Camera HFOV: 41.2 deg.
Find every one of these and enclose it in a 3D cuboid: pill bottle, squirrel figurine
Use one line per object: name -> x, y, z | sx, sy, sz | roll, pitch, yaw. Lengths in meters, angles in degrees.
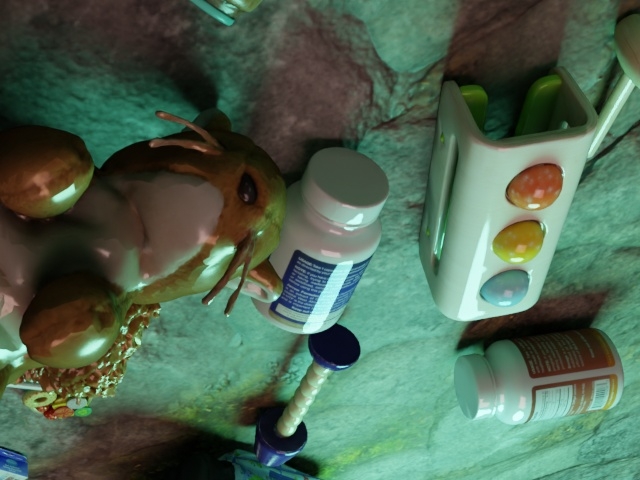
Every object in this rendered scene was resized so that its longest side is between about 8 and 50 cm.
pill bottle -> 0.307, 0.196, 1.215 | 0.216, 0.121, 0.121 | -6, 140, -12
pill bottle -> 0.000, 0.000, 0.878 | 0.112, 0.112, 0.187 | 2, 138, -22
squirrel figurine -> -0.224, 0.012, 0.735 | 0.370, 0.281, 0.397 | -22, 176, -24

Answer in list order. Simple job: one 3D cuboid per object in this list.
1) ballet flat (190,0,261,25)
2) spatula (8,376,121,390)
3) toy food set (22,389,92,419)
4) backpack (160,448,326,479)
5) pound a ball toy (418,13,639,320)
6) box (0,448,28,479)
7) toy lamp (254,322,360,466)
ballet flat -> -0.150, -0.261, 0.530 | 0.342, 0.116, 0.124 | 23, 107, -39
spatula -> -0.351, 0.146, 0.937 | 0.242, 0.019, 0.168 | 9, 159, -21
toy food set -> -0.329, 0.201, 1.076 | 0.082, 0.020, 0.083 | -12, 141, -6
backpack -> -0.105, 0.467, 1.320 | 0.355, 0.273, 0.290 | 34, 120, -19
pound a ball toy -> 0.229, -0.055, 0.875 | 0.208, 0.136, 0.319 | -9, 141, -9
box -> -0.470, 0.329, 1.175 | 0.136, 0.028, 0.081 | -32, 139, 21
toy lamp -> -0.028, 0.220, 1.163 | 0.080, 0.080, 0.275 | 6, 134, -25
